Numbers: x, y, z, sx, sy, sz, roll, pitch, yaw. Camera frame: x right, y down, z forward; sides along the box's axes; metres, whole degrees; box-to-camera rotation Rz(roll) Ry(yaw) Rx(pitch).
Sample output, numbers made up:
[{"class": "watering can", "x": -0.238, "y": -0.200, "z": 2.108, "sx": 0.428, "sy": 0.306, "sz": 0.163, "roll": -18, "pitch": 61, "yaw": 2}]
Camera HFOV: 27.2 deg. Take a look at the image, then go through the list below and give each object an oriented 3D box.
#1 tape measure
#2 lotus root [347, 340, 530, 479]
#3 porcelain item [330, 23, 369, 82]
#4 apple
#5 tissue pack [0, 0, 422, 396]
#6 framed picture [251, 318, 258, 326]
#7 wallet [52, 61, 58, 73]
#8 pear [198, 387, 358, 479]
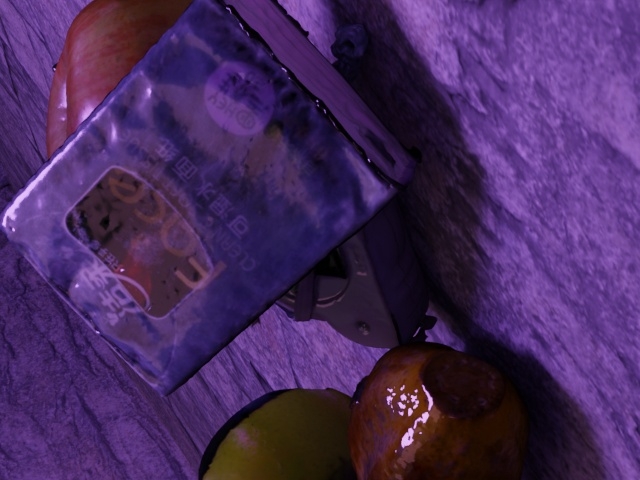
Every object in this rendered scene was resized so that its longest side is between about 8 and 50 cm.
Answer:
[{"class": "tape measure", "x": 0.000, "y": 0.000, "z": 1.384, "sx": 0.197, "sy": 0.120, "sz": 0.236, "roll": 1, "pitch": 124, "yaw": 31}, {"class": "lotus root", "x": 0.117, "y": 0.195, "z": 1.348, "sx": 0.193, "sy": 0.193, "sz": 0.291, "roll": 54, "pitch": 164, "yaw": 19}, {"class": "porcelain item", "x": 0.027, "y": -0.178, "z": 1.243, "sx": 0.036, "sy": 0.028, "sz": 0.083, "roll": 40, "pitch": 158, "yaw": 8}, {"class": "apple", "x": -0.161, "y": -0.143, "z": 1.482, "sx": 0.301, "sy": 0.302, "sz": 0.301, "roll": 51, "pitch": 161, "yaw": 25}, {"class": "tissue pack", "x": -0.112, "y": -0.047, "z": 1.266, "sx": 0.259, "sy": 0.361, "sz": 0.122, "roll": 49, "pitch": -152, "yaw": -2}, {"class": "framed picture", "x": -0.193, "y": -0.014, "z": 2.152, "sx": 0.289, "sy": 0.020, "sz": 0.211, "roll": 48, "pitch": 160, "yaw": 31}, {"class": "wallet", "x": -0.301, "y": -0.193, "z": 1.942, "sx": 0.182, "sy": 0.049, "sz": 0.229, "roll": 59, "pitch": -164, "yaw": -6}, {"class": "pear", "x": 0.005, "y": 0.395, "z": 1.712, "sx": 0.165, "sy": 0.399, "sz": 0.398, "roll": 9, "pitch": 128, "yaw": 52}]
